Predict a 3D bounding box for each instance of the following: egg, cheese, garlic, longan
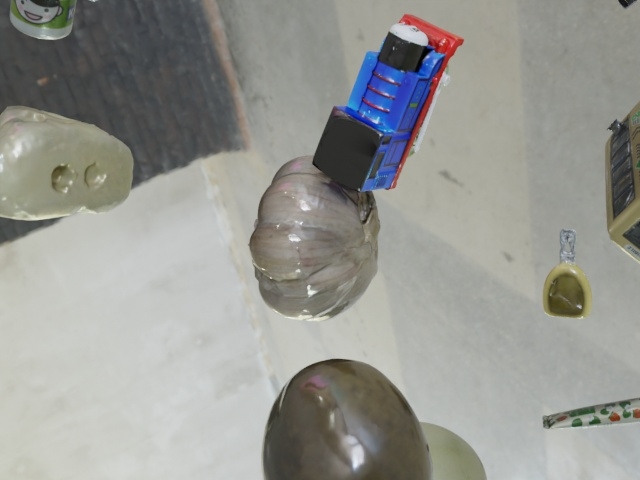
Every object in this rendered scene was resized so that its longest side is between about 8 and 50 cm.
[{"bbox_3d":[0.113,0.352,1.162,0.188,0.254,0.188,179,90,-72],"label":"egg"},{"bbox_3d":[0.437,0.058,1.464,0.086,0.036,0.162,5,107,27],"label":"cheese"},{"bbox_3d":[-0.455,-0.123,1.403,0.248,0.251,0.173,-87,14,-73],"label":"cheese"},{"bbox_3d":[0.001,-0.004,1.087,0.152,0.228,0.227,7,134,16],"label":"garlic"},{"bbox_3d":[0.022,0.206,0.783,0.167,0.167,0.187,142,123,-72],"label":"longan"}]

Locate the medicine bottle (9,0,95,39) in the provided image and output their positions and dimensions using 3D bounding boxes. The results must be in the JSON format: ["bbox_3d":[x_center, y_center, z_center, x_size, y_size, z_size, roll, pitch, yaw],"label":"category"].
[{"bbox_3d":[-0.233,-0.290,0.767,0.092,0.061,0.220,27,126,5],"label":"medicine bottle"}]

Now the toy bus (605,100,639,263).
[{"bbox_3d":[0.607,-0.115,1.455,0.177,0.365,0.202,35,128,-7],"label":"toy bus"}]

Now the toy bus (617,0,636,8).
[{"bbox_3d":[0.551,-0.447,1.383,0.037,0.131,0.052,28,-142,-39],"label":"toy bus"}]

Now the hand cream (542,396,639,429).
[{"bbox_3d":[0.648,0.399,1.896,0.095,0.276,0.059,-27,-75,-75],"label":"hand cream"}]

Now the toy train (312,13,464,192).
[{"bbox_3d":[0.081,-0.161,0.988,0.083,0.131,0.204,33,115,27],"label":"toy train"}]
